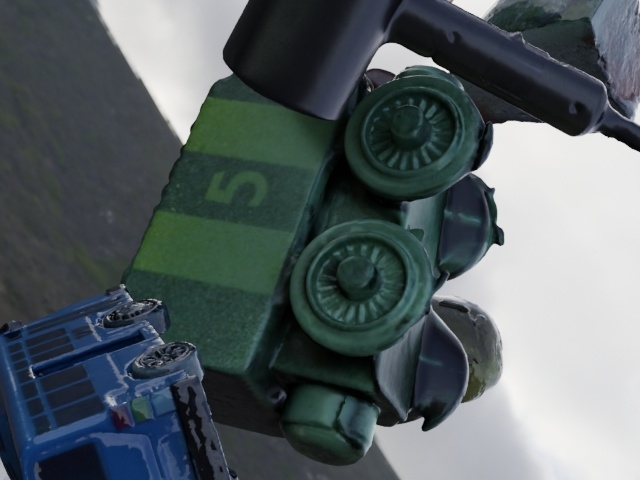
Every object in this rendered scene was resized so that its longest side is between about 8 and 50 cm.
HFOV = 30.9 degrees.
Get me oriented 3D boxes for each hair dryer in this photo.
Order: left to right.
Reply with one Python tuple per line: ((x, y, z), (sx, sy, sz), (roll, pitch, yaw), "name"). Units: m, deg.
((0.097, -0.131, 0.650), (0.248, 0.195, 0.078), (25, 19, -15), "hair dryer")

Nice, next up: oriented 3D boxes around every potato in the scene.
((0.144, 0.135, 1.587), (0.248, 0.143, 0.169), (24, 12, -19), "potato")

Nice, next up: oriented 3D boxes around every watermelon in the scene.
((0.300, -0.224, 1.372), (0.213, 0.289, 0.320), (48, -41, 1), "watermelon")

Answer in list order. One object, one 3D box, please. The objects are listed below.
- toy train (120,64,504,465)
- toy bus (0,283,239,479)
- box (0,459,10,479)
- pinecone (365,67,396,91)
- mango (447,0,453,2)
((0.000, 0.000, 0.819), (0.238, 0.299, 0.167), (9, -27, 21), "toy train")
((-0.112, 0.092, 0.592), (0.185, 0.106, 0.090), (-150, -138, -67), "toy bus")
((-0.337, 0.276, 1.044), (0.048, 0.273, 0.265), (17, -42, 5), "box")
((0.028, -0.049, 1.179), (0.264, 0.264, 0.264), (54, -13, 19), "pinecone")
((0.000, -0.256, 0.785), (0.290, 0.160, 0.191), (67, -24, 20), "mango")
